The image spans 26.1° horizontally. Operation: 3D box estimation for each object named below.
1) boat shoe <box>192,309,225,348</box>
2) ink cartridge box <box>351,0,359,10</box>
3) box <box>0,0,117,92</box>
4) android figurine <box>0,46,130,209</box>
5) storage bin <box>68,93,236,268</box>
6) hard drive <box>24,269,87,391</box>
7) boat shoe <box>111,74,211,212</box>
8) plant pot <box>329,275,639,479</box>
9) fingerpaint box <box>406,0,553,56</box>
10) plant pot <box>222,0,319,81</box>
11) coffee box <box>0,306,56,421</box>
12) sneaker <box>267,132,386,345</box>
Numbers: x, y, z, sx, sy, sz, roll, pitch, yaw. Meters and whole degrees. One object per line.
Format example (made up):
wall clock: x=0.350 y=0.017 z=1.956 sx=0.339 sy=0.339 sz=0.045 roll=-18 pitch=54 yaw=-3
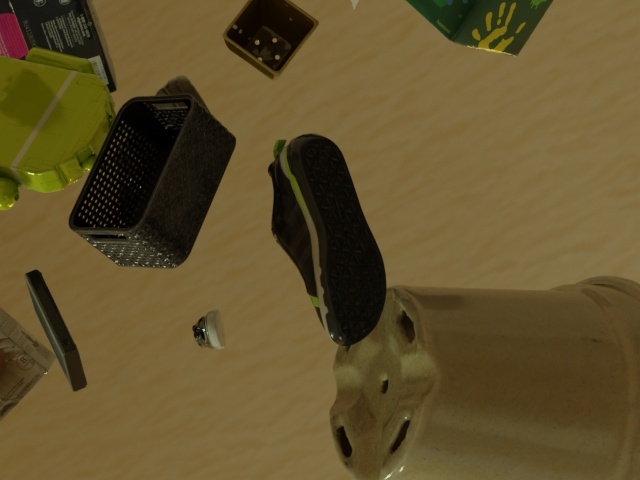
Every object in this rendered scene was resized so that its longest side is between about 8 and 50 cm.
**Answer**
boat shoe: x=-0.153 y=0.126 z=1.878 sx=0.142 sy=0.040 sz=0.049 roll=91 pitch=175 yaw=-77
ink cartridge box: x=0.034 y=-0.215 z=0.923 sx=0.029 sy=0.063 sz=0.115 roll=2 pitch=-125 yaw=-19
box: x=-0.413 y=-0.329 z=2.027 sx=0.247 sy=0.163 sz=0.142 roll=78 pitch=171 yaw=-47
android figurine: x=-0.373 y=-0.147 z=1.754 sx=0.056 sy=0.272 sz=0.248 roll=76 pitch=-148 yaw=-54
storage bin: x=-0.187 y=-0.067 z=1.549 sx=0.084 sy=0.122 sz=0.180 roll=44 pitch=-121 yaw=-42
hard drive: x=-0.335 y=0.113 z=1.745 sx=0.135 sy=0.022 sz=0.094 roll=58 pitch=162 yaw=31
boat shoe: x=-0.237 y=-0.112 z=2.076 sx=0.132 sy=0.130 sz=0.355 roll=53 pitch=155 yaw=18
plant pot: x=0.190 y=0.179 z=1.559 sx=0.305 sy=0.334 sz=0.334 roll=11 pitch=-136 yaw=-26
fingerpaint box: x=0.184 y=-0.534 z=1.897 sx=0.163 sy=0.371 sz=0.445 roll=2 pitch=-142 yaw=-48
plant pot: x=-0.059 y=-0.233 z=1.597 sx=0.081 sy=0.081 sz=0.083 roll=36 pitch=170 yaw=1
coffee box: x=-0.561 y=0.162 z=2.184 sx=0.246 sy=0.141 sz=0.098 roll=42 pitch=-173 yaw=-8
sneaker: x=0.000 y=0.000 z=1.466 sx=0.084 sy=0.097 sz=0.235 roll=-5 pitch=-102 yaw=-37
